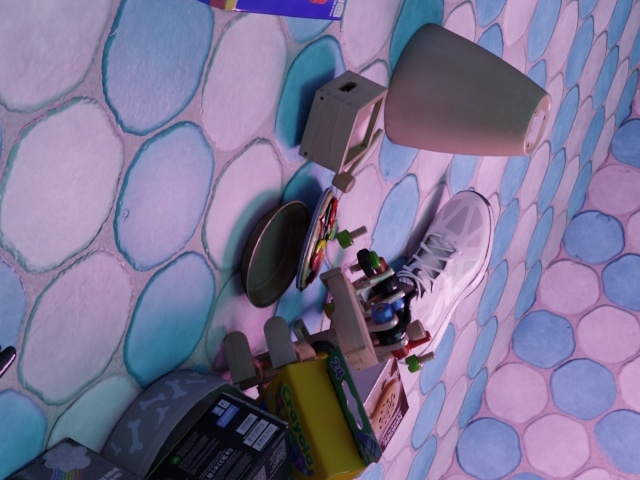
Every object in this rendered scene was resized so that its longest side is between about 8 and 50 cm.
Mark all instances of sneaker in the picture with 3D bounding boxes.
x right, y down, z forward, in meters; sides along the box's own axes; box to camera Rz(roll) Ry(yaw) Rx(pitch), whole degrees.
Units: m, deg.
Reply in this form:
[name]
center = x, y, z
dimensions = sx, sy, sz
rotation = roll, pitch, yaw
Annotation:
[sneaker]
center = 0.256, 0.079, 2.414
dimensions = 0.448, 0.169, 0.257
rotation = -65, 158, 1

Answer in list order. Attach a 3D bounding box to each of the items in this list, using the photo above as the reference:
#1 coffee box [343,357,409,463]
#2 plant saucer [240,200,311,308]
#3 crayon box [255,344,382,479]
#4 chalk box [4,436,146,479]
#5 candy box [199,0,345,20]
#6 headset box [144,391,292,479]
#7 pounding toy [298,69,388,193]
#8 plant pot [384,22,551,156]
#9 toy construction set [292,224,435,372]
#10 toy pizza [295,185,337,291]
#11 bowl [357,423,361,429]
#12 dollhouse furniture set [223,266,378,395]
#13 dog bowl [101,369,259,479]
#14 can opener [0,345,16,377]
[coffee box]
center = 0.100, 0.362, 2.392
dimensions = 0.168, 0.118, 0.297
rotation = -58, 154, -23
[plant saucer]
center = -0.083, 0.019, 1.816
dimensions = 0.198, 0.036, 0.199
rotation = -45, 147, -40
[crayon box]
center = -0.035, 0.341, 1.796
dimensions = 0.083, 0.203, 0.323
rotation = -5, 151, -33
[chalk box]
center = -0.311, 0.392, 1.437
dimensions = 0.132, 0.213, 0.132
rotation = -31, 138, -53
[candy box]
center = -0.056, -0.437, 1.376
dimensions = 0.317, 0.122, 0.268
rotation = -15, 124, -59
[headset box]
center = -0.160, 0.428, 1.638
dimensions = 0.246, 0.131, 0.283
rotation = -49, 150, -37
[pounding toy]
center = 0.037, -0.185, 1.836
dimensions = 0.181, 0.094, 0.206
rotation = -42, 155, -53
[plant pot]
center = 0.308, -0.271, 2.096
dimensions = 0.256, 0.274, 0.257
rotation = -47, 149, -39
[toy construction set]
center = 0.068, 0.183, 2.106
dimensions = 0.237, 0.257, 0.309
rotation = -26, 137, 12
[toy pizza]
center = 0.000, 0.000, 1.903
dimensions = 0.201, 0.032, 0.201
rotation = 17, 90, -84
[bowl]
center = -0.063, 0.471, 2.090
dimensions = 0.311, 0.163, 0.312
rotation = -45, 147, -41
[dollhouse furniture set]
center = -0.041, 0.177, 1.891
dimensions = 0.212, 0.242, 0.161
rotation = 56, 15, -62
[dog bowl]
center = -0.237, 0.368, 1.711
dimensions = 0.349, 0.102, 0.349
rotation = -46, 148, -41
[can opener]
center = -0.421, 0.182, 1.217
dimensions = 0.186, 0.059, 0.073
rotation = -44, 146, -42
